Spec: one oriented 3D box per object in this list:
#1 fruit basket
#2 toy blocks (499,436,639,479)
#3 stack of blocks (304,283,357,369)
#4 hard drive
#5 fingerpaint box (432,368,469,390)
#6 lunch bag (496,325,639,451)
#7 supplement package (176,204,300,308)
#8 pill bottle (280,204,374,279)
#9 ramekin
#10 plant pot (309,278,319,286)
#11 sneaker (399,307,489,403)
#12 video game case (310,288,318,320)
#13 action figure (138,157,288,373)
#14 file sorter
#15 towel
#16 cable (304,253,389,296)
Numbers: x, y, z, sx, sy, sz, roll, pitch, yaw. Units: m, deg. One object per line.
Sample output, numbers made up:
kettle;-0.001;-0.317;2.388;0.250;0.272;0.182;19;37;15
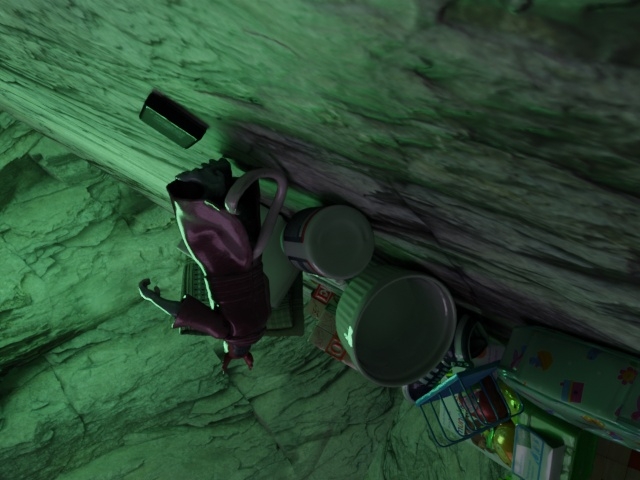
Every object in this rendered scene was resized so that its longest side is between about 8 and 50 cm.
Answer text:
fruit basket;0.386;0.367;1.139;0.352;0.165;0.327;21;126;40
toy blocks;0.634;0.507;1.248;0.381;0.261;0.191;21;168;7
stack of blocks;0.057;0.169;1.280;0.171;0.087;0.297;29;-163;5
hard drive;-0.236;-0.183;0.850;0.094;0.022;0.135;33;170;-21
fingerpaint box;0.621;0.526;1.622;0.444;0.163;0.371;32;172;-19
lunch bag;0.424;0.235;0.800;0.224;0.108;0.279;36;169;-33
supplement package;-0.164;0.023;1.268;0.177;0.175;0.293;29;171;18
pill bottle;0.000;0.000;0.843;0.107;0.108;0.180;33;171;-19
ramekin;0.125;0.141;0.954;0.207;0.207;0.109;34;179;-28
plant pot;0.070;0.178;1.861;0.236;0.033;0.236;29;170;5
sneaker;0.253;0.250;1.111;0.153;0.099;0.283;18;125;30
video game case;0.095;0.248;1.413;0.274;0.026;0.196;38;-168;-21
action figure;-0.131;0.052;0.901;0.275;0.371;0.248;4;-162;37
file sorter;0.287;0.320;1.050;0.118;0.105;0.170;-8;151;-26
towel;-0.201;0.118;1.431;0.323;0.312;0.056;2;132;-10
cable;0.068;0.076;1.119;0.257;0.089;0.257;34;171;-29
